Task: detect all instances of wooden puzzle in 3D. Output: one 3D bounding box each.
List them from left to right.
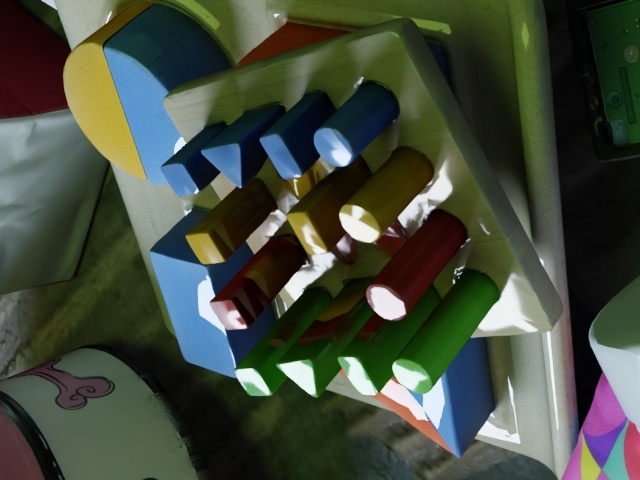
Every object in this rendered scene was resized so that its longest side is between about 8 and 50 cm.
[{"bbox_3d":[-0.021,-0.014,0.703,0.348,0.080,0.322,18,137,35],"label":"wooden puzzle"}]

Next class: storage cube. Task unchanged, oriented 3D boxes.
[{"bbox_3d":[-0.299,-0.073,0.976,0.193,0.184,0.215,39,124,28],"label":"storage cube"}]

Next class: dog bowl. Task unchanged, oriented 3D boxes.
[{"bbox_3d":[-0.225,0.290,0.959,0.408,0.150,0.407,6,97,54],"label":"dog bowl"}]

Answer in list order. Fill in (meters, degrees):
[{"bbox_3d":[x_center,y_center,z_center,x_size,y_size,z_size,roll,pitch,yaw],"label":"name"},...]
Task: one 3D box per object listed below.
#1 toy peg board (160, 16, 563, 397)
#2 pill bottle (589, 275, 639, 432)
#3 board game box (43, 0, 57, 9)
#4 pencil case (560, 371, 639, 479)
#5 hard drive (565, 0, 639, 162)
[{"bbox_3d":[0.000,0.000,0.576,0.161,0.079,0.160,-8,120,45],"label":"toy peg board"},{"bbox_3d":[0.243,0.147,0.471,0.188,0.188,0.333,-25,96,44],"label":"pill bottle"},{"bbox_3d":[-0.165,-0.180,0.849,0.026,0.154,0.103,-42,68,9],"label":"board game box"},{"bbox_3d":[0.182,0.112,0.629,0.104,0.104,0.236,30,120,35],"label":"pencil case"},{"bbox_3d":[0.205,-0.218,0.550,0.237,0.064,0.338,-10,93,44],"label":"hard drive"}]
